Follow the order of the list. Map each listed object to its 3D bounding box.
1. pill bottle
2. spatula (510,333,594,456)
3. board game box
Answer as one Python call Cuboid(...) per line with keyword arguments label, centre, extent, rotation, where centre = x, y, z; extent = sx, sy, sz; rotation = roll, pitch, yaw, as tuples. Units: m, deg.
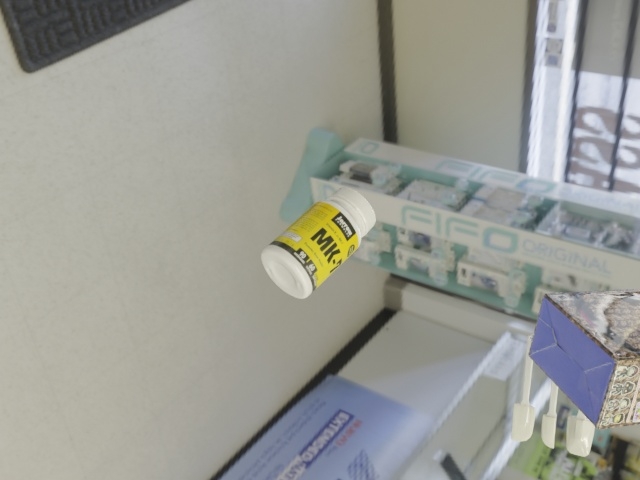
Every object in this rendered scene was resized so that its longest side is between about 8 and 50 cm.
Cuboid(label="pill bottle", centre=(0.000, 0.000, 1.418), extent=(0.208, 0.119, 0.119), rotation=(-44, 139, -26))
Cuboid(label="spatula", centre=(0.500, 0.327, 1.619), extent=(0.019, 0.168, 0.242), rotation=(-6, 102, -60))
Cuboid(label="board game box", centre=(0.576, 0.205, 1.394), extent=(0.291, 0.232, 0.141), rotation=(-2, 115, -18))
